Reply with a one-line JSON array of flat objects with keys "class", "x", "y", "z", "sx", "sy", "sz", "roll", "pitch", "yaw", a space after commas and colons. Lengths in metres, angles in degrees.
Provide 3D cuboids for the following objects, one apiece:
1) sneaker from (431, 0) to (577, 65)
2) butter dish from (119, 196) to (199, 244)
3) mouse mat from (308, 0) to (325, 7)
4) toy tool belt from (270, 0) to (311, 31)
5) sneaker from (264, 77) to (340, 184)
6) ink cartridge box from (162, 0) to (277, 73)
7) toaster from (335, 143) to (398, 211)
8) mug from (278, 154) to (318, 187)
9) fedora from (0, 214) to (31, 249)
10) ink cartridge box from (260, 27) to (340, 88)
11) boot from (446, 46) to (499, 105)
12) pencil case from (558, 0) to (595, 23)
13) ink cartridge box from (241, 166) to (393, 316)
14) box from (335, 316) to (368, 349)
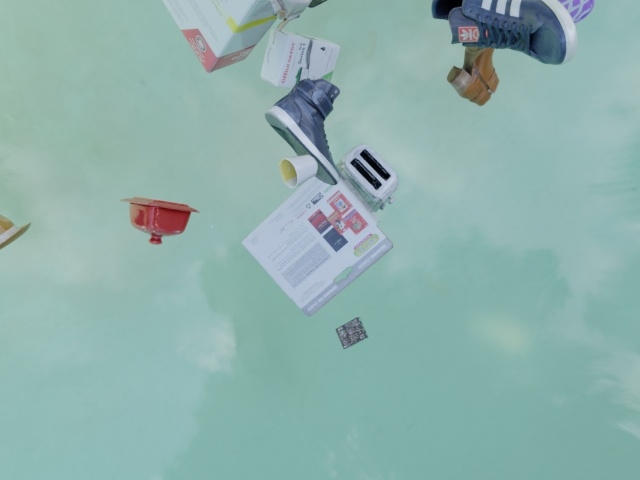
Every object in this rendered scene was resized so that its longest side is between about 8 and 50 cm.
[{"class": "sneaker", "x": 0.355, "y": -0.436, "z": 1.019, "sx": 0.148, "sy": 0.350, "sz": 0.131, "roll": -27, "pitch": 137, "yaw": -6}, {"class": "butter dish", "x": -0.424, "y": -0.047, "z": 1.300, "sx": 0.159, "sy": 0.160, "sz": 0.118, "roll": 6, "pitch": 92, "yaw": -50}, {"class": "mouse mat", "x": -0.012, "y": -0.696, "z": 1.288, "sx": 0.152, "sy": 0.007, "sz": 0.190, "roll": -31, "pitch": 76, "yaw": -7}, {"class": "toy tool belt", "x": -0.039, "y": -0.285, "z": 0.573, "sx": 0.052, "sy": 0.051, "sz": 0.083, "roll": 13, "pitch": 58, "yaw": -26}, {"class": "sneaker", "x": 0.006, "y": -0.247, "z": 1.096, "sx": 0.163, "sy": 0.086, "sz": 0.226, "roll": -51, "pitch": 119, "yaw": -18}, {"class": "ink cartridge box", "x": -0.239, "y": -0.668, "z": 1.287, "sx": 0.160, "sy": 0.384, "sz": 0.279, "roll": -34, "pitch": 96, "yaw": -35}, {"class": "toaster", "x": 0.123, "y": -0.185, "z": 1.459, "sx": 0.129, "sy": 0.146, "sz": 0.227, "roll": -43, "pitch": 91, "yaw": -19}, {"class": "mug", "x": -0.044, "y": -0.153, "z": 1.022, "sx": 0.064, "sy": 0.062, "sz": 0.078, "roll": -25, "pitch": 72, "yaw": -31}, {"class": "fedora", "x": -0.858, "y": -0.017, "z": 1.300, "sx": 0.194, "sy": 0.194, "sz": 0.079, "roll": -34, "pitch": 114, "yaw": -9}, {"class": "ink cartridge box", "x": -0.063, "y": -0.565, "z": 1.579, "sx": 0.219, "sy": 0.092, "sz": 0.160, "roll": -10, "pitch": 127, "yaw": -42}, {"class": "boot", "x": 0.444, "y": -0.468, "z": 1.337, "sx": 0.152, "sy": 0.073, "sz": 0.197, "roll": 21, "pitch": 119, "yaw": -37}, {"class": "pencil case", "x": 0.538, "y": -0.559, "z": 1.083, "sx": 0.086, "sy": 0.088, "sz": 0.206, "roll": 23, "pitch": 56, "yaw": -14}, {"class": "ink cartridge box", "x": 0.000, "y": 0.000, "z": 1.324, "sx": 0.309, "sy": 0.130, "sz": 0.272, "roll": -41, "pitch": 89, "yaw": 14}, {"class": "box", "x": 0.092, "y": 0.276, "z": 1.481, "sx": 0.083, "sy": 0.018, "sz": 0.067, "roll": -33, "pitch": 67, "yaw": 21}]
